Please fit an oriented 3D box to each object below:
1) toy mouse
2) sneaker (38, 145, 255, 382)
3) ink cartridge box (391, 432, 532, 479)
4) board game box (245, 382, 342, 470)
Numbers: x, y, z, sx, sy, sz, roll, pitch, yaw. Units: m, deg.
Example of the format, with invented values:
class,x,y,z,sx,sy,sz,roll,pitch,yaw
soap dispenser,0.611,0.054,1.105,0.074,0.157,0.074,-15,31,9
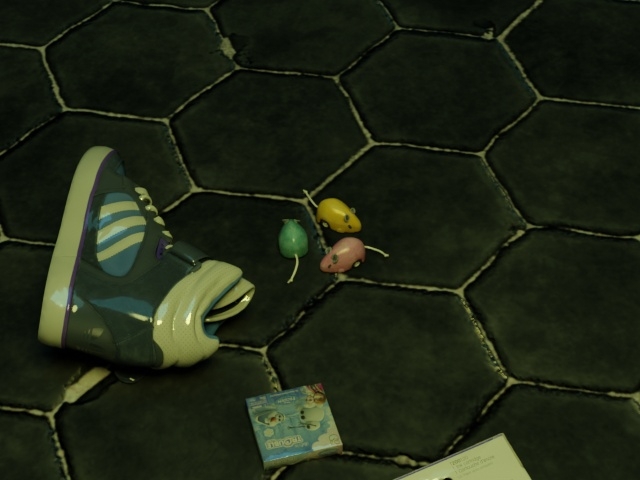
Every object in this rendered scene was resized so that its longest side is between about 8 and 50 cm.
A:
class,x,y,z,sx,sy,sz,roll,pitch,yaw
toy mouse,0.000,0.000,1.722,0.161,0.031,0.143,28,53,24
sneaker,-0.194,0.025,1.649,0.236,0.130,0.323,10,42,-4
ink cartridge box,0.144,0.318,1.392,0.206,0.045,0.208,-21,48,-9
board game box,-0.030,0.206,1.533,0.090,0.020,0.090,-11,49,-11
